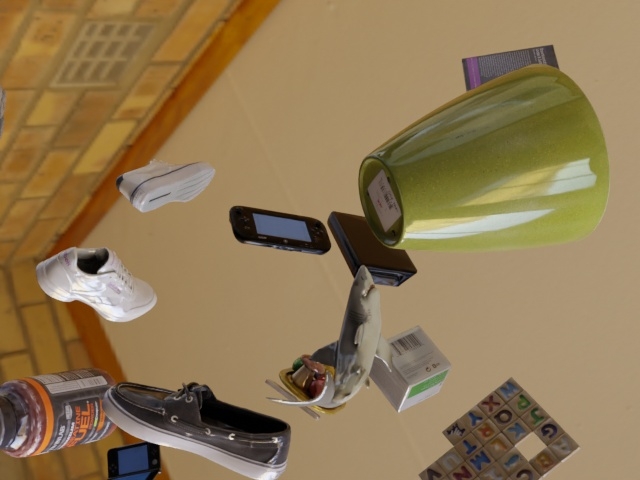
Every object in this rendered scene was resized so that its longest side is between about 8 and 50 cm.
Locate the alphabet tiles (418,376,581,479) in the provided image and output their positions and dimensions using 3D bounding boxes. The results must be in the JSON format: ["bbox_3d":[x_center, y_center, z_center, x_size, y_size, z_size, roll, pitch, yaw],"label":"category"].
[{"bbox_3d":[0.285,0.359,1.607,0.009,0.237,0.198,55,-4,-38],"label":"alphabet tiles"}]

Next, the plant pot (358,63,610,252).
[{"bbox_3d":[0.214,-0.094,1.389,0.275,0.293,0.275,49,-33,48],"label":"plant pot"}]

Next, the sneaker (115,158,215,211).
[{"bbox_3d":[-0.315,-0.132,1.970,0.091,0.258,0.094,41,-63,14],"label":"sneaker"}]

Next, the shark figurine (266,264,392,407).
[{"bbox_3d":[0.021,0.187,1.448,0.116,0.278,0.166,-2,-54,28],"label":"shark figurine"}]

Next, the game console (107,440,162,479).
[{"bbox_3d":[-0.403,0.476,2.011,0.122,0.071,0.107,-13,-114,10],"label":"game console"}]

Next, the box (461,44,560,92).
[{"bbox_3d":[0.329,-0.281,1.645,0.029,0.162,0.116,71,15,-45],"label":"box"}]

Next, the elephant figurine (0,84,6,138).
[{"bbox_3d":[-0.623,-0.196,1.480,0.169,0.239,0.186,111,-14,-46],"label":"elephant figurine"}]

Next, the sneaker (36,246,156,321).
[{"bbox_3d":[-0.471,0.094,2.128,0.152,0.305,0.114,-34,-125,28],"label":"sneaker"}]

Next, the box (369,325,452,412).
[{"bbox_3d":[0.154,0.225,1.679,0.102,0.101,0.087,51,-34,28],"label":"box"}]

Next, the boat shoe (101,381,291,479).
[{"bbox_3d":[-0.139,0.201,1.101,0.228,0.080,0.076,22,-71,10],"label":"boat shoe"}]

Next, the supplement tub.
[{"bbox_3d":[-0.371,0.233,1.291,0.106,0.198,0.106,1,-89,33],"label":"supplement tub"}]

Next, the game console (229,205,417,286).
[{"bbox_3d":[0.000,0.000,1.853,0.213,0.361,0.044,-116,-140,-55],"label":"game console"}]

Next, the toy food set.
[{"bbox_3d":[-0.004,0.252,1.742,0.128,0.218,0.071,36,-82,13],"label":"toy food set"}]
